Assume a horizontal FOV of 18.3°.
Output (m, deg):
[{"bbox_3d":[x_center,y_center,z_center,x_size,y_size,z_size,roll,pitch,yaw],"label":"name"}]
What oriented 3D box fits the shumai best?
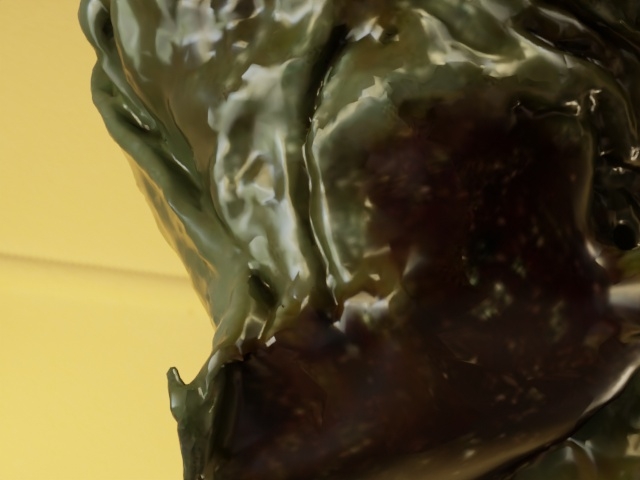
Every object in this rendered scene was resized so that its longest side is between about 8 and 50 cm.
[{"bbox_3d":[0.000,0.000,0.812,0.330,0.292,0.288,46,-109,-28],"label":"shumai"}]
